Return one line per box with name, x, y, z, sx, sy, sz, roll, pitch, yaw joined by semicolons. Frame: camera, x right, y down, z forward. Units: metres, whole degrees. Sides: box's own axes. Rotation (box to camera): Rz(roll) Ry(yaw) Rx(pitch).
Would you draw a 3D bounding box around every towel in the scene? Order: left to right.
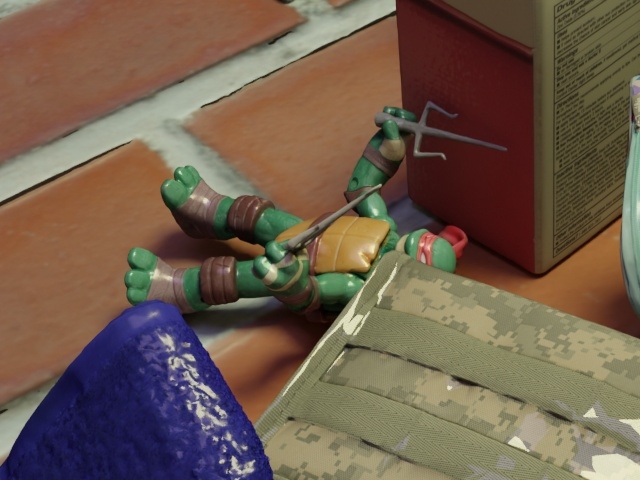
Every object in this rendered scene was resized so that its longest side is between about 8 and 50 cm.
towel;-0.066;0.211;0.802;0.076;0.227;0.308;13;37;-52

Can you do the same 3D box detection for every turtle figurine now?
turtle figurine;0.000;0.000;1.119;0.234;0.118;0.175;-3;28;27

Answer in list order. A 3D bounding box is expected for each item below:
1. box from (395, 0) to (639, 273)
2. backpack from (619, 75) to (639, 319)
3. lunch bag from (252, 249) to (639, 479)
box;0.143;-0.122;1.147;0.149;0.232;0.127;-34;48;-28
backpack;0.277;0.004;0.997;0.191;0.225;0.253;-18;42;22
lunch bag;0.065;0.172;0.875;0.235;0.169;0.287;20;55;31
